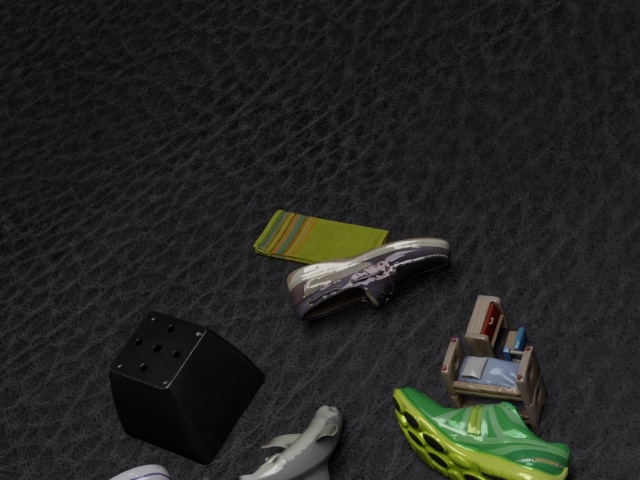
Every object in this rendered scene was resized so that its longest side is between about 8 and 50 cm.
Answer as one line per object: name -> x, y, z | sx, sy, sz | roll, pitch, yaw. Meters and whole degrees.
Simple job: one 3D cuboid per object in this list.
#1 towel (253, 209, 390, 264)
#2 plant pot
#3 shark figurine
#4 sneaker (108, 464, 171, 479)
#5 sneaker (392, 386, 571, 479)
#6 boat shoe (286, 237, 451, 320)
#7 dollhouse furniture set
towel -> 0.000, 0.000, 2.294 | 0.237, 0.021, 0.102 | 11, 56, 30
plant pot -> -0.236, 0.224, 2.090 | 0.187, 0.167, 0.188 | 14, 58, 33
shark figurine -> -0.046, 0.362, 1.940 | 0.278, 0.116, 0.166 | -33, 12, -19
sneaker -> -0.322, 0.478, 1.953 | 0.282, 0.102, 0.161 | -40, 50, 0
sneaker -> 0.236, 0.293, 1.888 | 0.295, 0.109, 0.123 | 25, 53, 31
boat shoe -> 0.086, 0.069, 2.149 | 0.285, 0.103, 0.092 | -14, 66, 5
dollhouse furniture set -> 0.280, 0.166, 1.952 | 0.129, 0.129, 0.184 | 4, 52, 26
